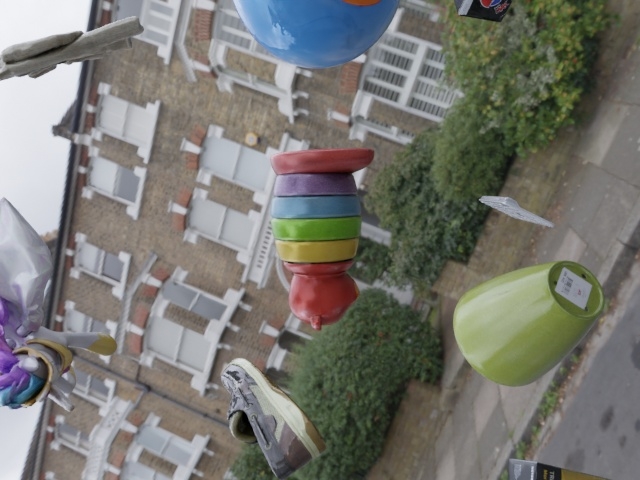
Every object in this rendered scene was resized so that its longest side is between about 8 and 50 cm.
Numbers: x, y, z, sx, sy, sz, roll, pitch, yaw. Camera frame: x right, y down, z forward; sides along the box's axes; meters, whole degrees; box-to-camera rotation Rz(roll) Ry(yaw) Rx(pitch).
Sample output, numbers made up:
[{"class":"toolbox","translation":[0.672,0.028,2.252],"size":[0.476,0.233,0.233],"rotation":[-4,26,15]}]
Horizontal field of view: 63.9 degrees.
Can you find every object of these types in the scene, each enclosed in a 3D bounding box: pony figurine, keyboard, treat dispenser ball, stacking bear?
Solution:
[{"class":"pony figurine","translation":[-0.507,0.130,0.833],"size":[0.303,0.351,0.363],"rotation":[-48,7,-12]},{"class":"keyboard","translation":[0.292,-0.046,0.788],"size":[0.014,0.072,0.256],"rotation":[-58,-6,10]},{"class":"treat dispenser ball","translation":[-0.007,-0.436,0.849],"size":[0.288,0.288,0.288],"rotation":[21,-90,-82]},{"class":"stacking bear","translation":[0.000,0.000,0.862],"size":[0.175,0.164,0.289],"rotation":[-153,61,-81]}]

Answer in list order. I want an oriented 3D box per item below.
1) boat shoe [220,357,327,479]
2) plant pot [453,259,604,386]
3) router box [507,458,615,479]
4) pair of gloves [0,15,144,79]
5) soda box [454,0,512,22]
[{"class":"boat shoe","translation":[-0.055,0.143,0.428],"size":[0.049,0.152,0.056],"rotation":[-34,-68,-24]},{"class":"plant pot","translation":[0.502,0.171,1.200],"size":[0.293,0.275,0.275],"rotation":[115,-179,-59]},{"class":"router box","translation":[0.443,0.568,0.896],"size":[0.081,0.243,0.309],"rotation":[139,145,-64]},{"class":"pair of gloves","translation":[-0.344,-0.251,0.688],"size":[0.204,0.240,0.042],"rotation":[-23,-63,-19]},{"class":"soda box","translation":[0.176,-0.325,0.581],"size":[0.060,0.053,0.169],"rotation":[109,162,-55]}]
